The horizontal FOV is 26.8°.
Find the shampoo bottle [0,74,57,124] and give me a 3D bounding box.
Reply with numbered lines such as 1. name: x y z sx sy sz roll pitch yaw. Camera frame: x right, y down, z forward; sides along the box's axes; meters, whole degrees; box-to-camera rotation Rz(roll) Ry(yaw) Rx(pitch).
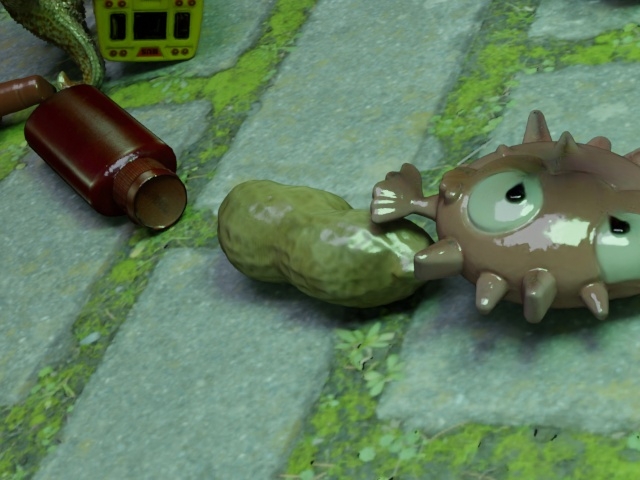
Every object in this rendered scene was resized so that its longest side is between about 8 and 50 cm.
1. shampoo bottle: -0.432 -0.145 1.567 0.244 0.085 0.085 -14 37 10

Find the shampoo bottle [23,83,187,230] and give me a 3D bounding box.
1. shampoo bottle: -0.217 -0.086 1.376 0.102 0.064 0.260 -34 37 -15

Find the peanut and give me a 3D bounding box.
1. peanut: 0.000 0.001 1.123 0.104 0.085 0.228 -27 32 -37

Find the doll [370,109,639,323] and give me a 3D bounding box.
1. doll: 0.167 -0.017 1.029 0.262 0.093 0.211 14 48 20

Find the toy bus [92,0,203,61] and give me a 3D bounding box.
1. toy bus: -0.224 -0.357 1.616 0.145 0.151 0.331 -4 42 -11

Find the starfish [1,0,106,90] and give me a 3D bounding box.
1. starfish: -0.362 -0.308 1.563 0.113 0.303 0.312 -46 26 -2
